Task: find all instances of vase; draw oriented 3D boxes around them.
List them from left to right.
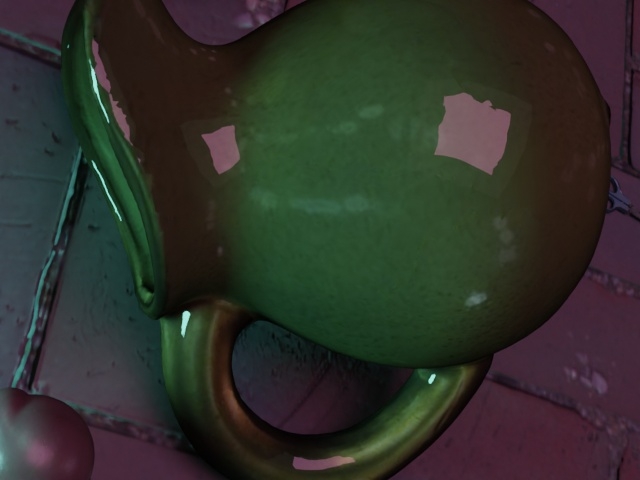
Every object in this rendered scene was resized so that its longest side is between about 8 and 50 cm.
[{"bbox_3d":[0.000,0.000,0.704,0.302,0.241,0.329,0,97,-18],"label":"vase"}]

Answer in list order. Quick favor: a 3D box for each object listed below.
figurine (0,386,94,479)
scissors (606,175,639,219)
[{"bbox_3d":[-0.156,0.121,0.635,0.083,0.067,0.071,41,75,-30],"label":"figurine"},{"bbox_3d":[0.262,-0.025,0.975,0.083,0.006,0.036,30,57,-18],"label":"scissors"}]
